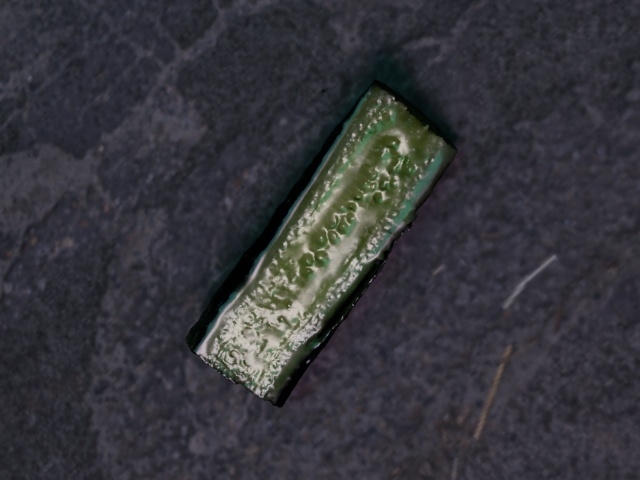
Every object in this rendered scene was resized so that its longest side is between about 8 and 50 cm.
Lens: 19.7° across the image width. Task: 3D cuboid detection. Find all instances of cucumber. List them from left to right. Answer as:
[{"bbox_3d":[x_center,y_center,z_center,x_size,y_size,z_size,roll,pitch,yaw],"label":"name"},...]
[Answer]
[{"bbox_3d":[0.001,0.000,1.180,0.078,0.062,0.211,34,96,-9],"label":"cucumber"}]
